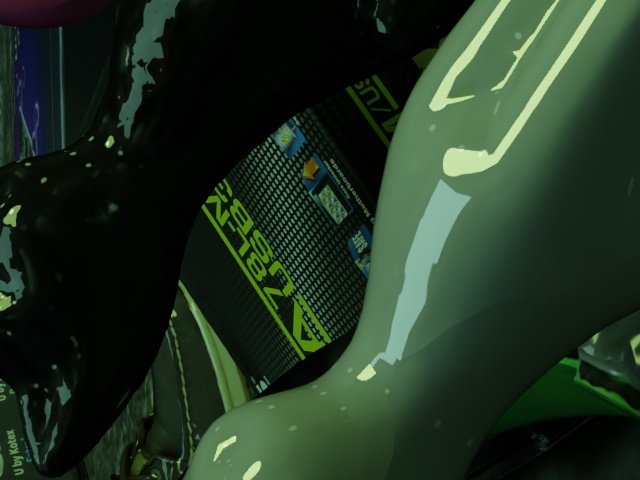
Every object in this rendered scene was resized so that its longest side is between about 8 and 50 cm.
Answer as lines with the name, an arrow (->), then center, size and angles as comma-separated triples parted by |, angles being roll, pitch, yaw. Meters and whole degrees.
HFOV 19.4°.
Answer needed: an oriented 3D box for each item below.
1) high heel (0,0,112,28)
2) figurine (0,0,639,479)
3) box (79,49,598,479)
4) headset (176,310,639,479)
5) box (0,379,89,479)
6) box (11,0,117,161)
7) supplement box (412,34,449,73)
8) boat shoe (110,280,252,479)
high heel -> -0.152, -0.133, 0.882 | 0.377, 0.127, 0.181 | 46, 163, 52
figurine -> 0.004, -0.009, 0.428 | 0.209, 0.092, 0.215 | -53, 39, 3
box -> 0.000, 0.000, 0.607 | 0.190, 0.045, 0.184 | 56, 155, 6
headset -> 0.001, 0.202, 0.436 | 0.394, 0.185, 0.243 | -55, 36, -3
box -> -0.236, 0.179, 0.905 | 0.165, 0.270, 0.143 | 85, 167, -49
box -> -0.107, -0.080, 1.008 | 0.184, 0.103, 0.261 | -167, 76, -71
supplement box -> 0.017, -0.084, 0.653 | 0.083, 0.056, 0.083 | -163, 71, -73
boat shoe -> -0.066, 0.128, 0.895 | 0.080, 0.073, 0.223 | -138, 39, -68
